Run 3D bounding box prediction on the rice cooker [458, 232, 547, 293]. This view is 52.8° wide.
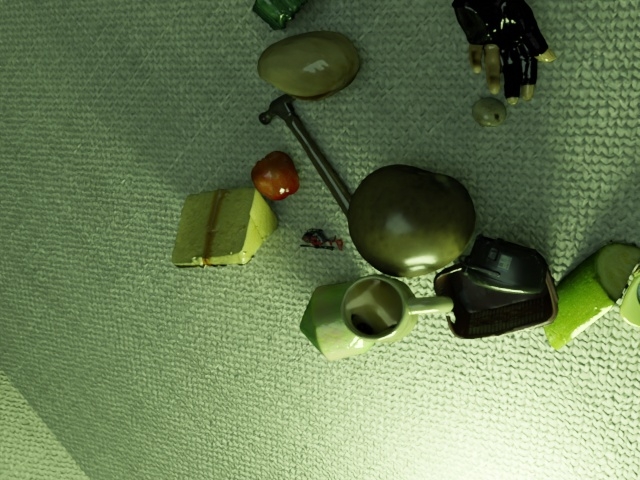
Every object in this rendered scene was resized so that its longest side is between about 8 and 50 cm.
[{"bbox_3d":[0.430,0.060,1.516,0.203,0.142,0.118,17,100,16],"label":"rice cooker"}]

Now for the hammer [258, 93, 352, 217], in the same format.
[{"bbox_3d":[-0.002,-0.221,1.834,0.168,0.044,0.440,-33,90,30],"label":"hammer"}]

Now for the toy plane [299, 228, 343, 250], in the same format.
[{"bbox_3d":[0.000,0.000,1.898,0.145,0.037,0.060,5,110,24],"label":"toy plane"}]

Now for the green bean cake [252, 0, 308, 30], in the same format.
[{"bbox_3d":[-0.075,-0.658,1.696,0.107,0.193,0.208,42,94,-12],"label":"green bean cake"}]

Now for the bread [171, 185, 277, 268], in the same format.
[{"bbox_3d":[-0.280,-0.002,1.897,0.263,0.236,0.198,-4,147,26],"label":"bread"}]

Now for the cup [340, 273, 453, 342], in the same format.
[{"bbox_3d":[0.191,0.156,1.643,0.255,0.202,0.173,-30,74,12],"label":"cup"}]

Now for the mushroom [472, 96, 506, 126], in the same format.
[{"bbox_3d":[0.418,-0.311,1.609,0.085,0.085,0.079,27,148,15],"label":"mushroom"}]

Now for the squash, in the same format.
[{"bbox_3d":[0.665,0.131,1.639,0.111,0.203,0.288,36,151,11],"label":"squash"}]

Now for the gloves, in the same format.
[{"bbox_3d":[0.437,-0.465,1.508,0.197,0.152,0.301,-2,111,46],"label":"gloves"}]

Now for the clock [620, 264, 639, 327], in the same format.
[{"bbox_3d":[0.830,0.109,1.537,0.170,0.069,0.232,17,110,20],"label":"clock"}]

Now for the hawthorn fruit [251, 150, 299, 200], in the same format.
[{"bbox_3d":[-0.129,-0.179,1.855,0.133,0.133,0.138,-40,96,28],"label":"hawthorn fruit"}]

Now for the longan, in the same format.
[{"bbox_3d":[0.226,-0.051,1.634,0.319,0.319,0.319,7,107,23],"label":"longan"}]

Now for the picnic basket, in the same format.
[{"bbox_3d":[0.462,0.128,1.673,0.297,0.129,0.222,-18,97,27],"label":"picnic basket"}]

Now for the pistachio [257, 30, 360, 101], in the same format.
[{"bbox_3d":[-0.033,-0.472,1.713,0.288,0.166,0.197,12,85,25],"label":"pistachio"}]

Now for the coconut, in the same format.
[{"bbox_3d":[0.052,0.235,1.848,0.236,0.204,0.236,3,117,6],"label":"coconut"}]
